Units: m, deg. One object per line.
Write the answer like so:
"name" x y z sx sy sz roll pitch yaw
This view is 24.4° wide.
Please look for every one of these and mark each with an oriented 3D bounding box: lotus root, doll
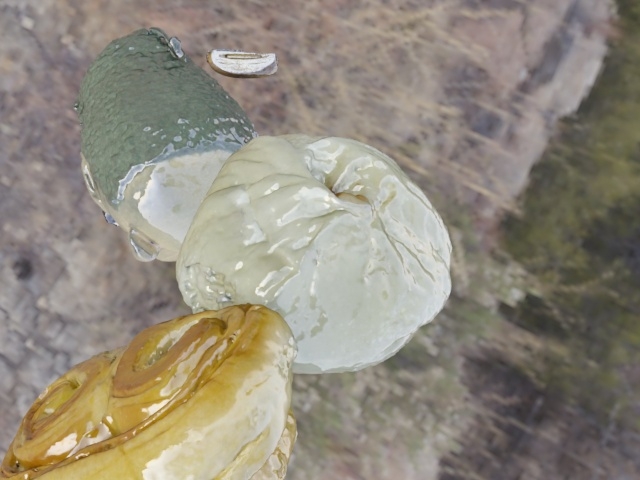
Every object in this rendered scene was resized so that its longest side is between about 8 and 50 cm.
"lotus root" -0.091 -0.202 1.714 0.037 0.083 0.030 71 24 -82
"doll" -0.204 -0.115 1.884 0.247 0.349 0.247 -16 140 -14

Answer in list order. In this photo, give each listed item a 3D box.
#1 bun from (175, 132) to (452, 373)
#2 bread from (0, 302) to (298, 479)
"bun" 0.000 0.000 1.153 0.220 0.220 0.134 -33 148 -35
"bread" -0.116 0.142 1.024 0.120 0.236 0.198 53 31 -22
